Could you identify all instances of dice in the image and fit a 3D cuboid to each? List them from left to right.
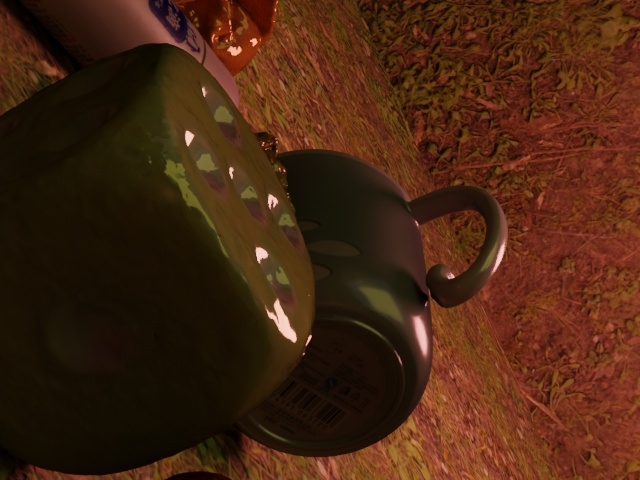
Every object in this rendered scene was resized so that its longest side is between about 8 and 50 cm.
[{"bbox_3d":[-0.162,0.015,1.128,0.254,0.252,0.250,60,15,-22],"label":"dice"}]

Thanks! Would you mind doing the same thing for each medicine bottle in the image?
[{"bbox_3d":[-0.213,-0.226,1.640,0.341,0.130,0.130,50,19,-44],"label":"medicine bottle"}]

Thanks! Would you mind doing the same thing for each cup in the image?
[{"bbox_3d":[0.040,0.059,1.569,0.259,0.357,0.274,59,16,-30],"label":"cup"}]

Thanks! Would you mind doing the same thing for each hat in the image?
[{"bbox_3d":[-0.164,-0.251,1.897,0.244,0.233,0.233,-69,158,-57],"label":"hat"}]

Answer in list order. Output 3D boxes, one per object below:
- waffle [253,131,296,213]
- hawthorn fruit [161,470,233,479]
[{"bbox_3d":[-0.153,-0.078,1.492,0.291,0.051,0.291,16,35,-12],"label":"waffle"},{"bbox_3d":[-0.100,0.277,1.028,0.202,0.185,0.185,67,14,1],"label":"hawthorn fruit"}]
